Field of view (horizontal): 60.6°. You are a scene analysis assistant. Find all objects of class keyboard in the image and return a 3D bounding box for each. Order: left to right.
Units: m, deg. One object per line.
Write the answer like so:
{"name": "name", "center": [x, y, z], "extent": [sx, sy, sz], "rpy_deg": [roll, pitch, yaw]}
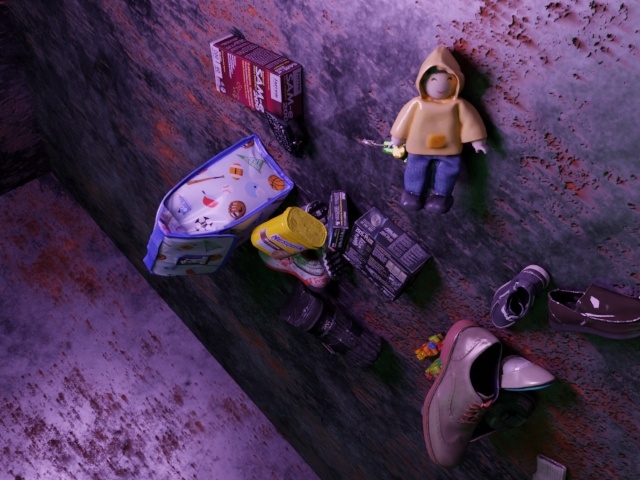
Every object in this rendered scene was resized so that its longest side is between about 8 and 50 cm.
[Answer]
{"name": "keyboard", "center": [-0.088, -0.239, 1.313], "extent": [0.100, 0.038, 0.192], "rpy_deg": [34, 174, 14]}

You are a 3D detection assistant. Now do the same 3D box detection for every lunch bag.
{"name": "lunch bag", "center": [-0.304, -0.061, 1.525], "extent": [0.239, 0.385, 0.328], "rpy_deg": [51, 148, 4]}

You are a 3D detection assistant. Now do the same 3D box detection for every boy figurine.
{"name": "boy figurine", "center": [0.212, -0.192, 0.972], "extent": [0.177, 0.092, 0.285], "rpy_deg": [12, 122, 14]}

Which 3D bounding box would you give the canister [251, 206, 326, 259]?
{"name": "canister", "center": [-0.085, -0.013, 1.409], "extent": [0.126, 0.073, 0.170], "rpy_deg": [32, 148, -28]}

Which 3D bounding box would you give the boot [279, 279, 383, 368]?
{"name": "boot", "center": [0.024, 0.256, 1.661], "extent": [0.260, 0.131, 0.348], "rpy_deg": [32, -179, -16]}

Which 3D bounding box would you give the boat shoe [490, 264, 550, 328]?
{"name": "boat shoe", "center": [0.387, 0.127, 1.110], "extent": [0.075, 0.065, 0.206], "rpy_deg": [41, 147, 18]}

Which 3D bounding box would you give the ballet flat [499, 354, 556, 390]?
{"name": "ballet flat", "center": [0.418, 0.300, 1.239], "extent": [0.086, 0.086, 0.248], "rpy_deg": [53, 150, 0]}

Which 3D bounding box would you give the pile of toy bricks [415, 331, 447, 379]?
{"name": "pile of toy bricks", "center": [0.300, 0.301, 1.360], "extent": [0.118, 0.105, 0.212], "rpy_deg": [50, 149, 5]}

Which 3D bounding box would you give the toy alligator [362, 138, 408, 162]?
{"name": "toy alligator", "center": [0.168, -0.187, 1.102], "extent": [0.190, 0.056, 0.051], "rpy_deg": [32, 103, 30]}

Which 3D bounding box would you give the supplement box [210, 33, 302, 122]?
{"name": "supplement box", "center": [-0.152, -0.385, 1.301], "extent": [0.239, 0.073, 0.130], "rpy_deg": [32, 143, 29]}

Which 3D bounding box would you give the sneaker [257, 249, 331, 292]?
{"name": "sneaker", "center": [-0.079, 0.037, 1.615], "extent": [0.270, 0.090, 0.145], "rpy_deg": [29, 140, 29]}

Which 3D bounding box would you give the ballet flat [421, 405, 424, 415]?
{"name": "ballet flat", "center": [0.349, 0.481, 1.543], "extent": [0.052, 0.057, 0.168], "rpy_deg": [28, 156, -14]}

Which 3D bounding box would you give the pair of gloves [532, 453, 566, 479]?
{"name": "pair of gloves", "center": [0.630, 0.649, 1.338], "extent": [0.240, 0.042, 0.204], "rpy_deg": [25, 139, 36]}

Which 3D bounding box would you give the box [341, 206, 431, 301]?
{"name": "box", "center": [0.153, 0.035, 1.314], "extent": [0.180, 0.077, 0.147], "rpy_deg": [42, 148, 17]}

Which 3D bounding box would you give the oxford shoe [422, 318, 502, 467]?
{"name": "oxford shoe", "center": [0.319, 0.360, 1.222], "extent": [0.130, 0.123, 0.348], "rpy_deg": [-156, 72, -67]}

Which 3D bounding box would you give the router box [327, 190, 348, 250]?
{"name": "router box", "center": [0.042, -0.048, 1.347], "extent": [0.038, 0.122, 0.092], "rpy_deg": [3, 141, -7]}

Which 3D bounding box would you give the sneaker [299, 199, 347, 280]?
{"name": "sneaker", "center": [0.000, 0.000, 1.488], "extent": [0.106, 0.078, 0.234], "rpy_deg": [3, 120, 55]}

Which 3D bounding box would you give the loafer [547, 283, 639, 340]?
{"name": "loafer", "center": [0.486, 0.119, 0.956], "extent": [0.220, 0.080, 0.078], "rpy_deg": [-13, 111, 57]}

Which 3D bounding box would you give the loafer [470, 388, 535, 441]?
{"name": "loafer", "center": [0.430, 0.438, 1.337], "extent": [0.096, 0.084, 0.267], "rpy_deg": [34, 149, 7]}
